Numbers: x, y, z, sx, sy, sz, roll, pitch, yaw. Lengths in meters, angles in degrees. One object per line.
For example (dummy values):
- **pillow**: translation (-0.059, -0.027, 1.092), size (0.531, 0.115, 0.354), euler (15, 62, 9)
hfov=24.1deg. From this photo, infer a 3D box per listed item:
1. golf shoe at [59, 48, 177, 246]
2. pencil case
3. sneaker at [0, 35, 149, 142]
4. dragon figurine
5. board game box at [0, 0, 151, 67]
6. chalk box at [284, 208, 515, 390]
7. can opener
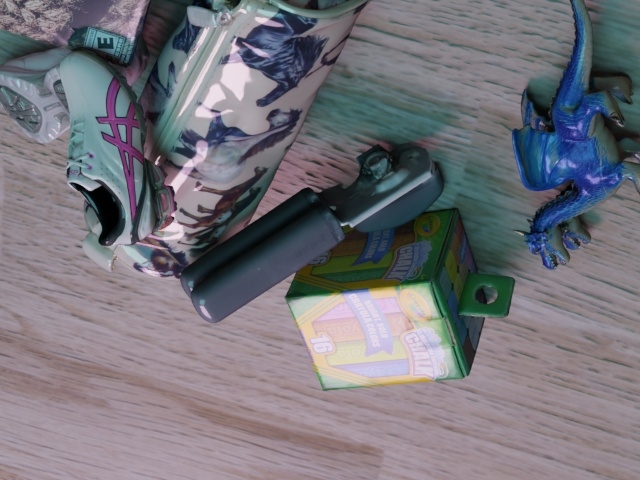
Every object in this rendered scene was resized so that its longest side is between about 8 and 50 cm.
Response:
- **golf shoe**: translation (-0.200, -0.085, 1.377), size (0.067, 0.086, 0.186), euler (-16, 100, 47)
- **pencil case**: translation (-0.102, -0.131, 1.452), size (0.160, 0.183, 0.410), euler (52, 134, 23)
- **sneaker**: translation (-0.250, -0.167, 1.536), size (0.232, 0.115, 0.090), euler (4, 131, 48)
- **dragon figurine**: translation (0.229, -0.098, 1.428), size (0.144, 0.085, 0.289), euler (-11, 122, 25)
- **board game box**: translation (-0.275, -0.325, 1.360), size (0.291, 0.141, 0.232), euler (16, 129, -8)
- **chalk box**: translation (0.093, 0.060, 1.560), size (0.213, 0.132, 0.132), euler (-8, 122, 22)
- **can opener**: translation (0.000, 0.000, 1.503), size (0.283, 0.076, 0.095), euler (-34, 126, -4)
